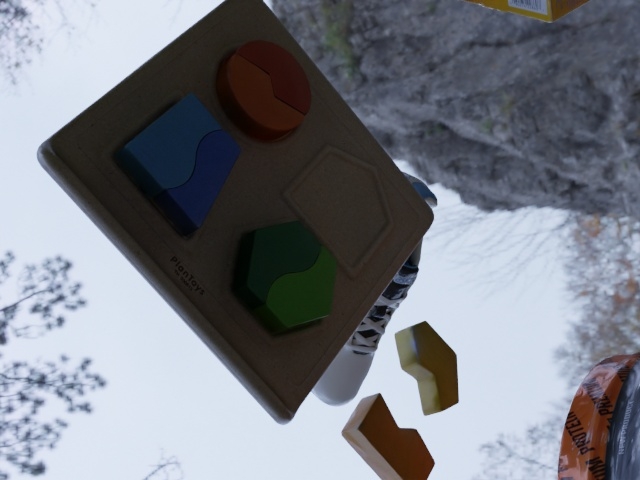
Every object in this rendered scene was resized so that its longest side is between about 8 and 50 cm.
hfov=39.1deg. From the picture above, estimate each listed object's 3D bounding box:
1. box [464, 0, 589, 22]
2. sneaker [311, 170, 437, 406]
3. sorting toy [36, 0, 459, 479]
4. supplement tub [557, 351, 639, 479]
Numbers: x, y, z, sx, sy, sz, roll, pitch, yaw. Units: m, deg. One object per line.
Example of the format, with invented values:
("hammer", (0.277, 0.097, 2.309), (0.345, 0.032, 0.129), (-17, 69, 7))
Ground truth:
("box", (0.144, -0.166, 0.507), (0.136, 0.081, 0.028), (-33, -51, -23))
("sneaker", (0.044, 0.050, 0.848), (0.085, 0.086, 0.237), (12, -80, -32))
("sorting toy", (0.000, 0.000, 0.574), (0.307, 0.041, 0.229), (49, -133, -12))
("supplement tub", (0.290, 0.130, 0.432), (0.193, 0.316, 0.194), (6, -98, -43))
